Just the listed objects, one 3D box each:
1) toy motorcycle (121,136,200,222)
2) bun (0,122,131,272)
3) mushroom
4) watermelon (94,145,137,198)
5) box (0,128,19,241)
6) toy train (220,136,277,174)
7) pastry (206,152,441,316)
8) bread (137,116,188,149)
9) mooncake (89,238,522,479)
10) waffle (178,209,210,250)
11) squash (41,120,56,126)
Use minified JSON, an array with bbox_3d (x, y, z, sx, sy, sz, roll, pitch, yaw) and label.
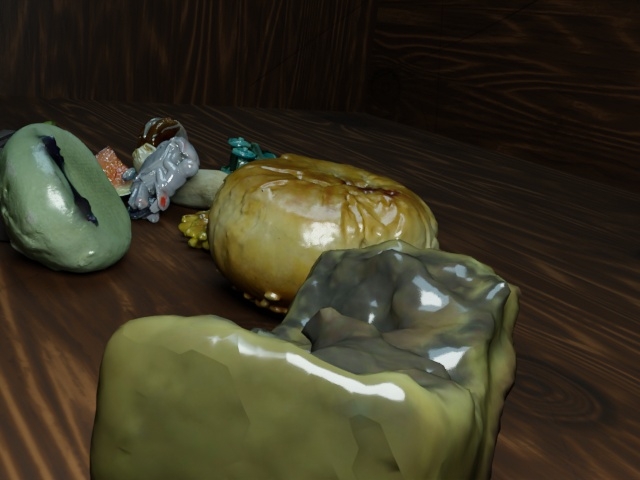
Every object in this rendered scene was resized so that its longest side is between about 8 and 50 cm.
[{"bbox_3d":[-0.356,-0.156,1.751,0.171,0.110,0.260,-13,43,29],"label":"toy motorcycle"},{"bbox_3d":[-0.486,-0.057,1.364,0.187,0.293,0.293,-28,16,5],"label":"bun"},{"bbox_3d":[-0.332,-0.144,1.864,0.351,0.122,0.095,22,10,25],"label":"mushroom"},{"bbox_3d":[-0.512,-0.139,1.834,0.145,0.137,0.193,44,19,-2],"label":"watermelon"},{"bbox_3d":[-0.625,-0.118,1.547,0.153,0.188,0.252,4,14,-3],"label":"box"},{"bbox_3d":[-0.185,-0.216,2.197,0.194,0.120,0.298,11,15,-14],"label":"toy train"},{"bbox_3d":[0.000,0.000,1.313,0.409,0.245,0.409,8,19,-3],"label":"pastry"},{"bbox_3d":[-0.462,-0.284,2.216,0.073,0.160,0.160,6,13,32],"label":"bread"},{"bbox_3d":[0.026,0.133,0.623,0.246,0.393,0.394,15,56,18],"label":"mooncake"},{"bbox_3d":[-0.160,-0.026,1.597,0.260,0.069,0.293,-17,18,-38],"label":"waffle"},{"bbox_3d":[-0.812,-0.245,1.996,0.220,0.133,0.220,2,20,-1],"label":"squash"}]
